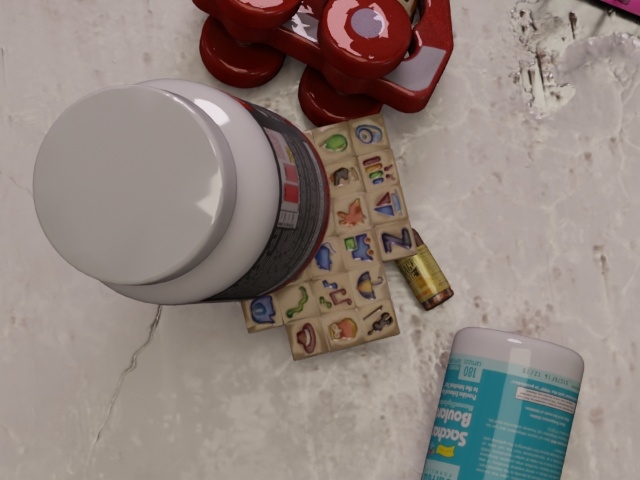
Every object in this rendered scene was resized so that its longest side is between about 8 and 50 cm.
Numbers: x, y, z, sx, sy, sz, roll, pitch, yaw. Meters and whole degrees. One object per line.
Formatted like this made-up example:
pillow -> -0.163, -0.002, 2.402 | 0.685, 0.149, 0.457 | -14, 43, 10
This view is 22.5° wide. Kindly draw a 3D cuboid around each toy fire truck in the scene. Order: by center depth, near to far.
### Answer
toy fire truck -> 0.014, -0.281, 1.795 | 0.302, 0.169, 0.254 | 26, 65, 2

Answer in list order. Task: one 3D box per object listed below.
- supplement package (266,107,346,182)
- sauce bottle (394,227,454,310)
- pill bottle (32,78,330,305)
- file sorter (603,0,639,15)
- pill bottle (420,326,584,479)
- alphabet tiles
supplement package -> -0.062, -0.039, 1.779 | 0.105, 0.105, 0.179 | 31, 84, 1
sauce bottle -> 0.102, 0.017, 1.806 | 0.042, 0.042, 0.128 | -31, 82, -4
pill bottle -> -0.124, -0.043, 1.530 | 0.210, 0.363, 0.210 | 0, 89, 12
file sorter -> 0.301, -0.374, 1.760 | 0.290, 0.182, 0.202 | 22, 102, 2
pill bottle -> 0.187, 0.234, 1.725 | 0.146, 0.146, 0.264 | 13, 82, 1
alphabet tiles -> 0.000, 0.000, 1.721 | 0.198, 0.009, 0.237 | -14, 86, -5
